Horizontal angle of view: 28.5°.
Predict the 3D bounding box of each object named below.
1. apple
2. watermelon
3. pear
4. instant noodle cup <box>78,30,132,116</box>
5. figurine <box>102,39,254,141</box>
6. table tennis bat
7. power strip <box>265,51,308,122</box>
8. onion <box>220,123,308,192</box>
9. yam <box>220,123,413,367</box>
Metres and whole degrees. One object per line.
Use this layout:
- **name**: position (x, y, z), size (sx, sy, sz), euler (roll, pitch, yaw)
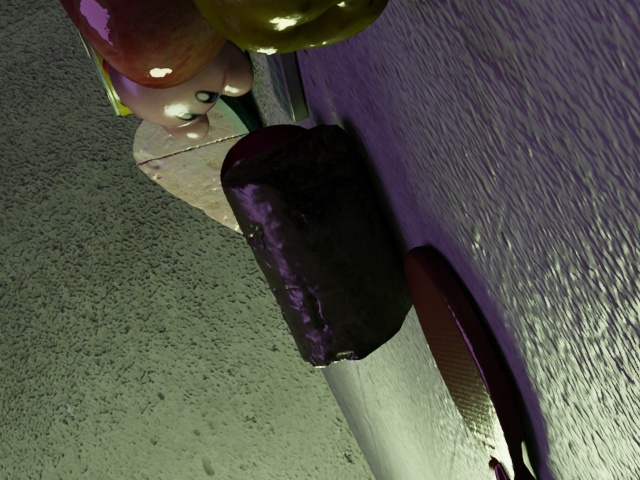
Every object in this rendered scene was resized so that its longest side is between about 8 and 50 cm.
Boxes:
- **apple**: position (-0.261, -0.414, 1.992), size (0.345, 0.269, 0.345), euler (49, -173, -8)
- **watermelon**: position (-0.213, -0.218, 2.560), size (0.222, 0.319, 0.292), euler (-70, 5, -60)
- **pear**: position (-0.030, -0.257, 1.061), size (0.200, 0.200, 0.200), euler (155, 90, -83)
- **instant noodle cup**: position (-0.362, -0.421, 2.646), size (0.325, 0.254, 0.326), euler (156, 90, -84)
- **figurine**: position (-0.282, -0.326, 2.259), size (0.261, 0.269, 0.211), euler (55, -157, 16)
- **table tennis bat**: position (0.193, 0.199, 1.515), size (0.268, 0.051, 0.415), euler (147, 100, -83)
- **power strip**: position (-0.057, -0.259, 1.864), size (0.227, 0.029, 0.080), euler (77, 166, -58)
- **onion**: position (-0.054, -0.084, 1.833), size (0.135, 0.173, 0.198), euler (100, 163, -46)
- **yam**: position (0.000, 0.000, 1.702), size (0.300, 0.195, 0.195), euler (66, 173, -16)
